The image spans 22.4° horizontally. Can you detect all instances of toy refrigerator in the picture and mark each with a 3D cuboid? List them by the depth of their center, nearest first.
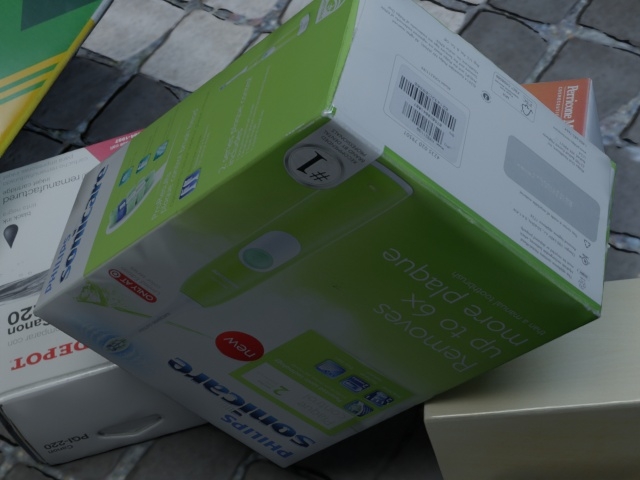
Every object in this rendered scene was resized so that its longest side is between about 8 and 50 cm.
[{"bbox_3d":[0.206,0.089,0.991,0.269,0.094,0.102,-7,43,15],"label":"toy refrigerator"}]

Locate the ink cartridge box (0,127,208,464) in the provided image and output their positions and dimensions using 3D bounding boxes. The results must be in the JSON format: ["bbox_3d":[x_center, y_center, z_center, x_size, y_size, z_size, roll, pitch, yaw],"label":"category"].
[{"bbox_3d":[-0.151,0.035,1.166,0.158,0.092,0.218,-17,51,8],"label":"ink cartridge box"}]

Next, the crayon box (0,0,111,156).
[{"bbox_3d":[-0.274,-0.091,1.245,0.081,0.202,0.318,35,61,-11],"label":"crayon box"}]

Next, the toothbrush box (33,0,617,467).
[{"bbox_3d":[0.000,0.000,0.958,0.283,0.206,0.122,-29,35,42],"label":"toothbrush box"}]

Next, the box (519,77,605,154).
[{"bbox_3d":[0.105,-0.032,1.111,0.170,0.091,0.130,-5,39,17],"label":"box"}]
